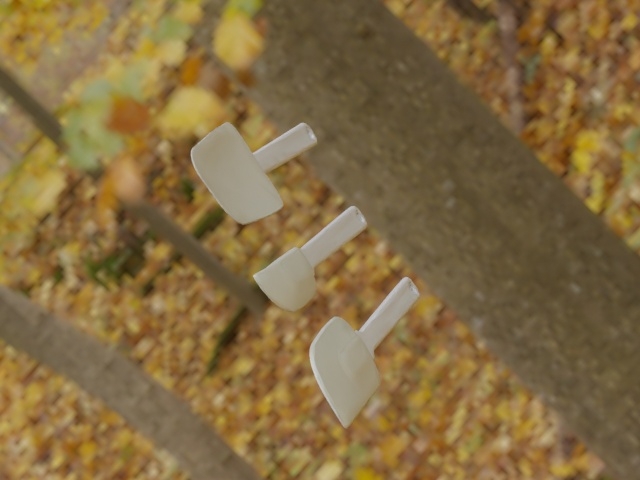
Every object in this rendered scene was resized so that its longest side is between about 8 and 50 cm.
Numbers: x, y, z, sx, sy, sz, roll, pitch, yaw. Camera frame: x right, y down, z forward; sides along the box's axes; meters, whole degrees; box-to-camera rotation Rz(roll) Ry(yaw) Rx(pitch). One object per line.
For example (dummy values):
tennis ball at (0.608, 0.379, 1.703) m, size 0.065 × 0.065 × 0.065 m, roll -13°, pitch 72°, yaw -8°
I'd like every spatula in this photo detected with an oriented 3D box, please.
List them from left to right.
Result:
spatula at (0.000, 0.000, 0.967) m, size 0.019 × 0.168 × 0.242 m, roll -33°, pitch 3°, yaw 18°
